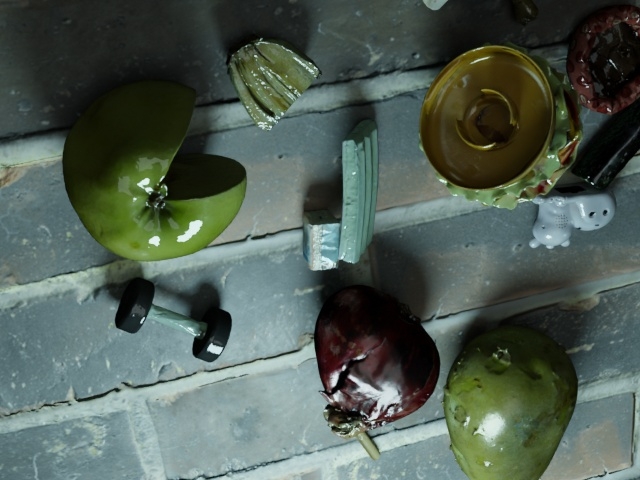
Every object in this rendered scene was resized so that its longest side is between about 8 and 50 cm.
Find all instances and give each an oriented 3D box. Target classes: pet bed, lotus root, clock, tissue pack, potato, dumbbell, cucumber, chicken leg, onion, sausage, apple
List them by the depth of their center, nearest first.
[{"bbox_3d":[-0.261,-0.106,1.452,0.291,0.254,0.292,-4,114,-8],"label":"apple"},{"bbox_3d":[-0.089,-0.282,1.526,0.143,0.070,0.144,-39,120,10],"label":"lotus root"},{"bbox_3d":[0.323,-0.448,1.567,0.069,0.085,0.198,-15,132,36],"label":"chicken leg"},{"bbox_3d":[-0.262,0.142,1.637,0.191,0.100,0.100,24,104,-23],"label":"dumbbell"},{"bbox_3d":[0.000,0.000,1.662,0.058,0.074,0.094,-7,116,-15],"label":"tissue pack"},{"bbox_3d":[0.539,-0.334,1.679,0.201,0.053,0.201,-5,109,-16],"label":"pet bed"},{"bbox_3d":[0.096,0.210,1.696,0.280,0.221,0.281,-6,103,-29],"label":"onion"},{"bbox_3d":[0.581,-0.200,1.733,0.074,0.074,0.241,36,98,-24],"label":"cucumber"},{"bbox_3d":[0.486,-0.045,1.767,0.176,0.080,0.117,-7,113,-11],"label":"clock"},{"bbox_3d":[0.364,0.351,1.821,0.269,0.219,0.359,-2,115,-21],"label":"potato"},{"bbox_3d":[0.085,0.401,1.876,0.024,0.024,0.132,-34,117,1],"label":"sausage"}]

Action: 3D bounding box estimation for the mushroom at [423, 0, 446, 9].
[{"bbox_3d":[0.199,-0.488,1.506,0.097,0.088,0.213,-3,107,-24],"label":"mushroom"}]

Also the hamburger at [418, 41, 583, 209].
[{"bbox_3d":[0.314,-0.190,1.573,0.274,0.274,0.212,-60,153,13],"label":"hamburger"}]

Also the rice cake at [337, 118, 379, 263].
[{"bbox_3d":[0.069,-0.087,1.626,0.043,0.127,0.237,9,115,17],"label":"rice cake"}]
